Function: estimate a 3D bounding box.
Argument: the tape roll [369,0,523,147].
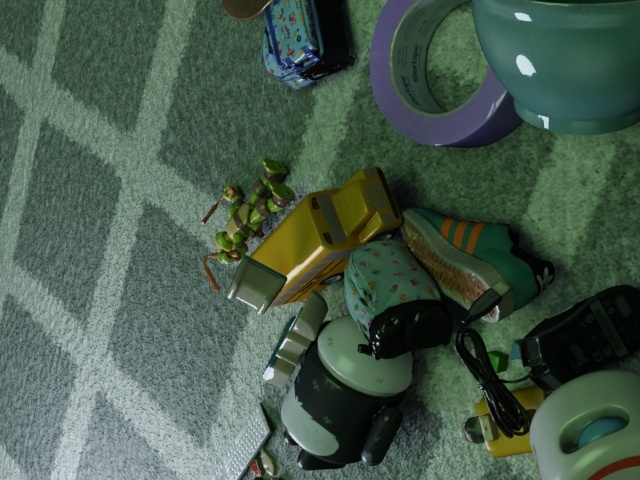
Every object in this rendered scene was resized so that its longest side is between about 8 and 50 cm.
[{"bbox_3d":[0.205,-0.279,1.381,0.275,0.090,0.275,0,90,44],"label":"tape roll"}]

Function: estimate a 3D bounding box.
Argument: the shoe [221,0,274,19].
[{"bbox_3d":[-0.104,-0.473,1.708,0.219,0.058,0.076,-11,114,48],"label":"shoe"}]

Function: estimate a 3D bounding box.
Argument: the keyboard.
[{"bbox_3d":[-0.166,0.431,1.806,0.256,0.014,0.072,-58,44,28],"label":"keyboard"}]

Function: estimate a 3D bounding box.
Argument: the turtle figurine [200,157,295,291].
[{"bbox_3d":[-0.135,-0.035,1.706,0.217,0.087,0.269,-45,27,29],"label":"turtle figurine"}]

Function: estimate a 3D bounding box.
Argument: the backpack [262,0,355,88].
[{"bbox_3d":[-0.042,-0.352,1.603,0.173,0.117,0.158,-18,77,46],"label":"backpack"}]

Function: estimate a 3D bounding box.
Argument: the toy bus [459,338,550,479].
[{"bbox_3d":[0.273,0.262,1.316,0.191,0.104,0.202,36,115,38],"label":"toy bus"}]

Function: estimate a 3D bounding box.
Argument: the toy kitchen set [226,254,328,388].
[{"bbox_3d":[-0.085,0.122,1.549,0.166,0.122,0.207,28,137,-1],"label":"toy kitchen set"}]

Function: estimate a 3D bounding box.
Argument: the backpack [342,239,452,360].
[{"bbox_3d":[0.109,0.087,1.406,0.182,0.152,0.115,-123,36,-46],"label":"backpack"}]

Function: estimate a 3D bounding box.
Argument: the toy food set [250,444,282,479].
[{"bbox_3d":[-0.104,0.464,1.749,0.078,0.019,0.122,-53,57,31],"label":"toy food set"}]

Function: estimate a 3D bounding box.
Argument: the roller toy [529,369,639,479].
[{"bbox_3d":[0.368,0.275,1.140,0.146,0.191,0.209,-98,18,-55],"label":"roller toy"}]

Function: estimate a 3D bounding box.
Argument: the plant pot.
[{"bbox_3d":[0.333,-0.255,1.151,0.293,0.293,0.196,27,136,41],"label":"plant pot"}]

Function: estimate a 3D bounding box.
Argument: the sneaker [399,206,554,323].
[{"bbox_3d":[0.228,0.020,1.367,0.302,0.121,0.108,44,151,54],"label":"sneaker"}]

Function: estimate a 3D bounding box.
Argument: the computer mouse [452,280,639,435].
[{"bbox_3d":[0.301,0.118,1.223,0.262,0.060,0.184,-36,93,-3],"label":"computer mouse"}]

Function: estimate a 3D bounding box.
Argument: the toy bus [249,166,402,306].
[{"bbox_3d":[0.000,0.000,1.536,0.333,0.130,0.108,-43,61,54],"label":"toy bus"}]

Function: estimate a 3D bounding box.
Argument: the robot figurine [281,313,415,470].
[{"bbox_3d":[0.044,0.251,1.498,0.209,0.173,0.278,31,115,10],"label":"robot figurine"}]
